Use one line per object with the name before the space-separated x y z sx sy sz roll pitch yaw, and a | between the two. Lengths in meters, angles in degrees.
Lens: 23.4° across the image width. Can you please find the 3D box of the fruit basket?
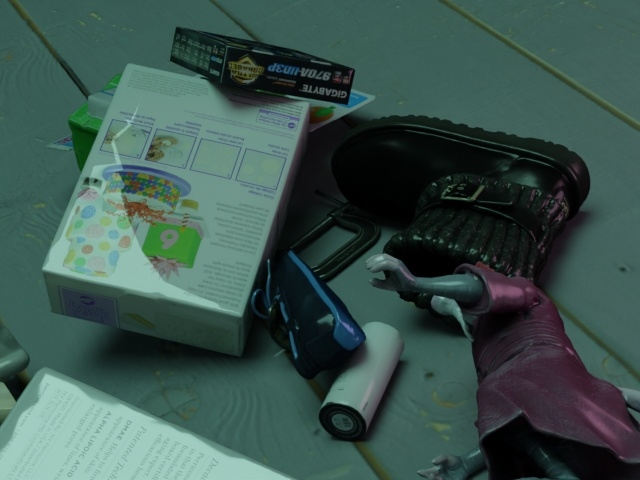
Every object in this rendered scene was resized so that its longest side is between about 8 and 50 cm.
fruit basket | -0.158 -0.177 2.144 0.353 0.165 0.327 -34 35 -29

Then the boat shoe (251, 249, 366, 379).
boat shoe | -0.028 0.079 1.721 0.089 0.109 0.258 -44 13 2

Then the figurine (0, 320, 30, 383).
figurine | -0.483 0.166 1.824 0.215 0.092 0.209 17 53 41

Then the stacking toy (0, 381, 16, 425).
stacking toy | -0.351 0.273 1.591 0.309 0.130 0.280 -21 23 -39

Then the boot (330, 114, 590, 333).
boot | 0.121 -0.025 1.803 0.348 0.131 0.260 6 39 32

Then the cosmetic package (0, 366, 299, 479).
cosmetic package | -0.086 0.274 1.264 0.385 0.217 0.156 20 64 20

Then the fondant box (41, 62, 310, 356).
fondant box | -0.165 -0.043 1.854 0.238 0.096 0.330 13 54 5

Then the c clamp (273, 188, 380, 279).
c clamp | 0.000 0.000 1.933 0.137 0.022 0.161 18 45 36

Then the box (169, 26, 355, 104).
box | -0.078 -0.225 1.980 0.175 0.051 0.220 8 10 -25

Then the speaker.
speaker | 0.045 0.148 1.651 0.055 0.055 0.136 -1 36 25

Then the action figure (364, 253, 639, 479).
action figure | 0.205 0.120 1.440 0.276 0.248 0.370 -16 35 2
